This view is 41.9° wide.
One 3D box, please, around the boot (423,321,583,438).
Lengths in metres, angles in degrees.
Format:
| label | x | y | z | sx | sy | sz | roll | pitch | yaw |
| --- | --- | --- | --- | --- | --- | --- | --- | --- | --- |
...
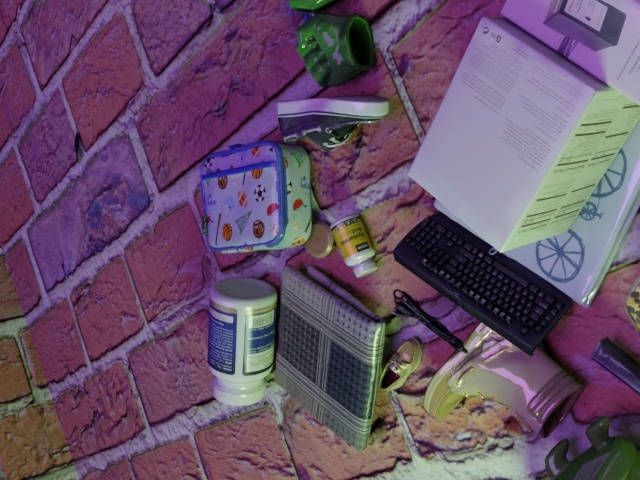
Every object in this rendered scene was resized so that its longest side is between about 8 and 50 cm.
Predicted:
| label | x | y | z | sx | sy | sz | roll | pitch | yaw |
| --- | --- | --- | --- | --- | --- | --- | --- | --- | --- |
| boot | 0.307 | 0.268 | 1.433 | 0.203 | 0.095 | 0.262 | 49 | 121 | 27 |

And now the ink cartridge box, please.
| label | x | y | z | sx | sy | sz | roll | pitch | yaw |
| --- | --- | --- | --- | --- | --- | --- | --- | --- | --- |
| ink cartridge box | 0.410 | -0.289 | 1.106 | 0.273 | 0.198 | 0.115 | 45 | 130 | 30 |

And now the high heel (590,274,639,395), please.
| label | x | y | z | sx | sy | sz | roll | pitch | yaw |
| --- | --- | --- | --- | --- | --- | --- | --- | --- | --- |
| high heel | 0.518 | 0.133 | 1.186 | 0.186 | 0.093 | 0.261 | 39 | 131 | 28 |

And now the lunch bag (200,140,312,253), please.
| label | x | y | z | sx | sy | sz | roll | pitch | yaw |
| --- | --- | --- | --- | --- | --- | --- | --- | --- | --- |
| lunch bag | -0.149 | -0.097 | 1.803 | 0.303 | 0.114 | 0.243 | -4 | 90 | 47 |

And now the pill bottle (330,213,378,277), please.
| label | x | y | z | sx | sy | sz | roll | pitch | yaw |
| --- | --- | --- | --- | --- | --- | --- | --- | --- | --- |
| pill bottle | 0.069 | 0.011 | 1.643 | 0.065 | 0.065 | 0.116 | -35 | 75 | 45 |

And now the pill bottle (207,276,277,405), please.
| label | x | y | z | sx | sy | sz | roll | pitch | yaw |
| --- | --- | --- | --- | --- | --- | --- | --- | --- | --- |
| pill bottle | -0.180 | 0.229 | 1.897 | 0.153 | 0.153 | 0.265 | 22 | 115 | 41 |

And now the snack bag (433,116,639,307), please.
| label | x | y | z | sx | sy | sz | roll | pitch | yaw |
| --- | --- | --- | --- | --- | --- | --- | --- | --- | --- |
| snack bag | 0.348 | -0.109 | 1.338 | 0.342 | 0.037 | 0.323 | 36 | 124 | 35 |

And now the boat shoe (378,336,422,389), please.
| label | x | y | z | sx | sy | sz | roll | pitch | yaw |
| --- | --- | --- | --- | --- | --- | --- | --- | --- | --- |
| boat shoe | 0.154 | 0.245 | 1.627 | 0.050 | 0.045 | 0.135 | 43 | 128 | 30 |

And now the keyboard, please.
| label | x | y | z | sx | sy | sz | roll | pitch | yaw |
| --- | --- | --- | --- | --- | --- | --- | --- | --- | --- |
| keyboard | 0.243 | 0.089 | 1.417 | 0.317 | 0.033 | 0.201 | 36 | 83 | 36 |

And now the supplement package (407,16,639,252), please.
| label | x | y | z | sx | sy | sz | roll | pitch | yaw |
| --- | --- | --- | --- | --- | --- | --- | --- | --- | --- |
| supplement package | 0.301 | -0.157 | 1.206 | 0.199 | 0.198 | 0.263 | 44 | 127 | 29 |

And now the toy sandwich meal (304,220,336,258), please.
| label | x | y | z | sx | sy | sz | roll | pitch | yaw |
| --- | --- | --- | --- | --- | --- | --- | --- | --- | --- |
| toy sandwich meal | 0.000 | 0.000 | 1.742 | 0.085 | 0.029 | 0.086 | 0 | 91 | 41 |

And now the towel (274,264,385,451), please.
| label | x | y | z | sx | sy | sz | roll | pitch | yaw |
| --- | --- | --- | --- | --- | --- | --- | --- | --- | --- |
| towel | 0.015 | 0.235 | 1.756 | 0.324 | 0.056 | 0.312 | 31 | 124 | 45 |

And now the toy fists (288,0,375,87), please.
| label | x | y | z | sx | sy | sz | roll | pitch | yaw |
| --- | --- | --- | --- | --- | --- | --- | --- | --- | --- |
| toy fists | 0.006 | -0.429 | 1.575 | 0.142 | 0.096 | 0.279 | -8 | 96 | 48 |

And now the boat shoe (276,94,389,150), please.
| label | x | y | z | sx | sy | sz | roll | pitch | yaw |
| --- | --- | --- | --- | --- | --- | --- | --- | --- | --- |
| boat shoe | 0.020 | -0.224 | 1.605 | 0.301 | 0.108 | 0.102 | 7 | 105 | 48 |

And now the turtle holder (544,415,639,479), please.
| label | x | y | z | sx | sy | sz | roll | pitch | yaw |
| --- | --- | --- | --- | --- | --- | --- | --- | --- | --- |
| turtle holder | 0.413 | 0.451 | 1.269 | 0.227 | 0.243 | 0.320 | 42 | 120 | 10 |
